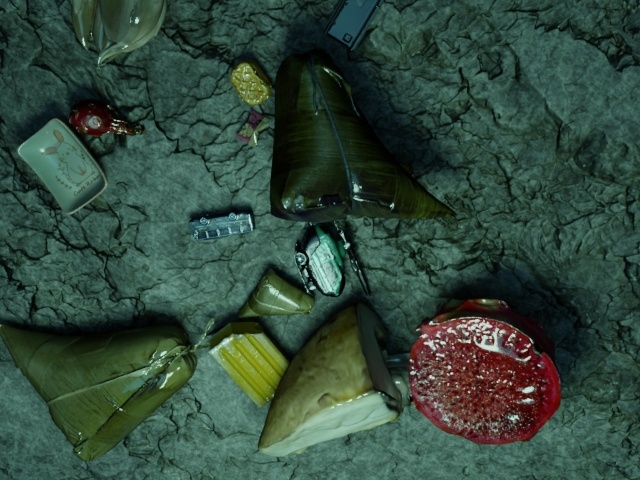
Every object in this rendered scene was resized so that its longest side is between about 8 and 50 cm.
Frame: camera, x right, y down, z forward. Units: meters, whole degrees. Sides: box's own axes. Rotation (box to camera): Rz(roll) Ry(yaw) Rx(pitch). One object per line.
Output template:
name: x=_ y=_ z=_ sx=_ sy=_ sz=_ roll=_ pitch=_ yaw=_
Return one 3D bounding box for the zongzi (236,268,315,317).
zongzi: x=-0.115 y=0.180 z=1.708 sx=0.160 sy=0.078 sz=0.176 roll=32 pitch=115 yaw=-4

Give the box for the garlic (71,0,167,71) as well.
garlic: x=-0.466 y=-0.542 z=1.485 sx=0.237 sy=0.210 sz=0.292 roll=-11 pitch=95 yaw=1

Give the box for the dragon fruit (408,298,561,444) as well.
dragon fruit: x=0.402 y=0.297 z=1.605 sx=0.371 sy=0.249 sz=0.386 roll=-39 pitch=95 yaw=29

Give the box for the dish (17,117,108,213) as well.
dish: x=-0.641 y=-0.191 z=1.656 sx=0.151 sy=0.077 sz=0.212 roll=-34 pitch=99 yaw=14

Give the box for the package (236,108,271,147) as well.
package: x=-0.166 y=-0.278 z=1.614 sx=0.059 sy=0.029 sz=0.083 roll=31 pitch=95 yaw=4

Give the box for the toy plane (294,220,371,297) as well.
toy plane: x=0.000 y=0.000 z=1.638 sx=0.155 sy=0.106 sz=0.382 roll=-22 pitch=101 yaw=4

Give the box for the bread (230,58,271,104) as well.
bread: x=-0.171 y=-0.383 z=1.578 sx=0.083 sy=0.044 sz=0.111 roll=-34 pitch=102 yaw=14

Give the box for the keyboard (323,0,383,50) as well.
keyboard: x=0.102 y=-0.563 z=1.515 sx=0.093 sy=0.025 sz=0.230 roll=33 pitch=105 yaw=-2

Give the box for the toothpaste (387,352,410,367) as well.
toothpaste: x=0.209 y=0.320 z=1.735 sx=0.190 sy=0.031 sz=0.048 roll=-6 pitch=101 yaw=4

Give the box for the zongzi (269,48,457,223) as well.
zongzi: x=0.101 y=-0.235 z=1.503 sx=0.432 sy=0.208 sz=0.403 roll=1 pitch=79 yaw=-6

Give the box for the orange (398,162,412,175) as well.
orange: x=0.183 y=-0.155 z=1.587 sx=0.085 sy=0.085 sz=0.085 roll=1 pitch=105 yaw=5

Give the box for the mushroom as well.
mushroom: x=-0.010 y=0.360 z=1.624 sx=0.397 sy=0.314 sz=0.224 roll=-31 pitch=140 yaw=17

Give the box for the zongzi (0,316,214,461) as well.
zongzi: x=-0.572 y=0.262 z=1.706 sx=0.500 sy=0.218 sz=0.467 roll=-41 pitch=90 yaw=11

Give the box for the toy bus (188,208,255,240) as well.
toy bus: x=-0.253 y=-0.041 z=1.674 sx=0.166 sy=0.047 sz=0.065 roll=-9 pitch=107 yaw=7

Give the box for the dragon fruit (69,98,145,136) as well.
dragon fruit: x=-0.534 y=-0.298 z=1.615 sx=0.190 sy=0.094 sz=0.094 roll=14 pitch=105 yaw=-3

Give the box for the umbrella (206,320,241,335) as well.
umbrella: x=-0.264 y=0.239 z=1.765 sx=0.122 sy=0.022 sz=0.013 roll=-22 pitch=110 yaw=21

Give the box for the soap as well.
soap: x=-0.175 y=0.315 z=1.708 sx=0.140 sy=0.073 sz=0.232 roll=-38 pitch=115 yaw=-3
